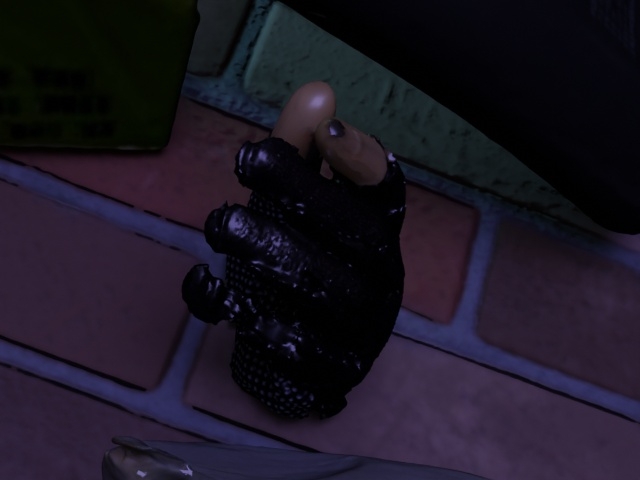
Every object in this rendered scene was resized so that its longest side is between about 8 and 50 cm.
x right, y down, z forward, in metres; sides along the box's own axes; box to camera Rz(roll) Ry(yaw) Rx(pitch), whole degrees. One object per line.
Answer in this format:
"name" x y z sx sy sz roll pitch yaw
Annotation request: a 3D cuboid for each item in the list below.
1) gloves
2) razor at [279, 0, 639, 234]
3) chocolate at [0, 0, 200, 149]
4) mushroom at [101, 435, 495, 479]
"gloves" 0.002 0.003 0.561 0.106 0.180 0.129 29 60 0
"razor" 0.095 -0.145 0.649 0.327 0.107 0.189 32 47 -24
"chocolate" -0.205 -0.187 0.548 0.301 0.288 0.137 1 52 -16
"mushroom" 0.062 0.165 0.544 0.351 0.097 0.109 16 60 -11
